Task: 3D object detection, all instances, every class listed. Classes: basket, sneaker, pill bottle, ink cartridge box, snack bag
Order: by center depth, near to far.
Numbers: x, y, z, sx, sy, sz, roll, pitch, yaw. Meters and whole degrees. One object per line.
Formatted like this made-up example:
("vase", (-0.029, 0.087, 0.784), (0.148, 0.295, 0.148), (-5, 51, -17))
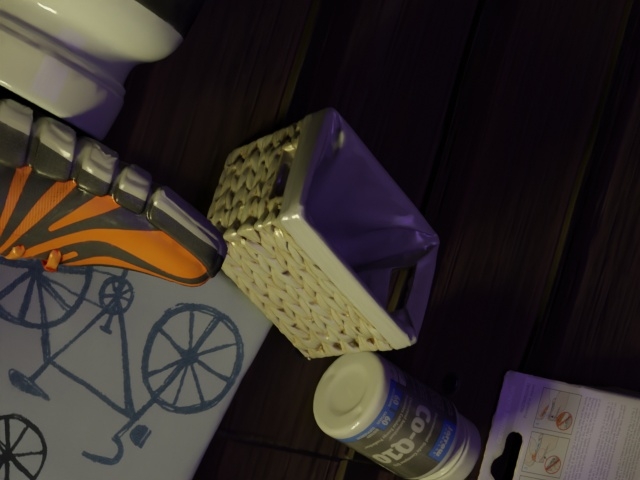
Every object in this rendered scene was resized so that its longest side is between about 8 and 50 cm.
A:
("sneaker", (-0.230, -0.004, 1.164), (0.321, 0.124, 0.180), (26, 85, -11))
("pill bottle", (-0.135, -0.217, 1.188), (0.162, 0.162, 0.278), (29, 88, -38))
("snack bag", (-0.211, 0.130, 1.294), (0.323, 0.037, 0.342), (32, 80, -37))
("basket", (0.000, 0.000, 1.364), (0.167, 0.103, 0.113), (49, 41, -35))
("pill bottle", (0.066, 0.150, 1.482), (0.137, 0.078, 0.078), (34, 79, -37))
("ink cartridge box", (0.236, 0.221, 1.661), (0.224, 0.056, 0.181), (14, 92, -20))
